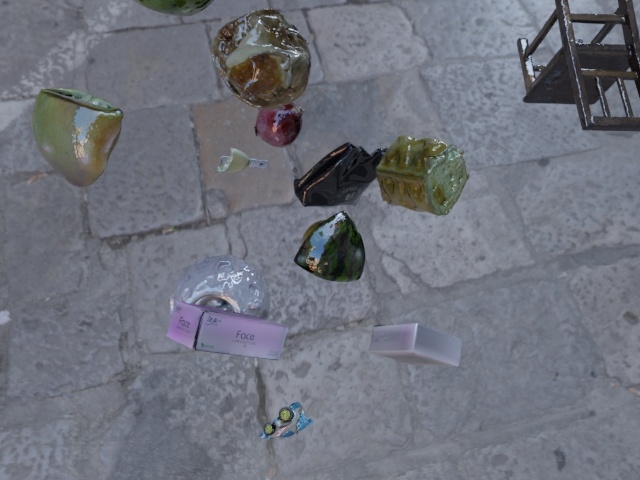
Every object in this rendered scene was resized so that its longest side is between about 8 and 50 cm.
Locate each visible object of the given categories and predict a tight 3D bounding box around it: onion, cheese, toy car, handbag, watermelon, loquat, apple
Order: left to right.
[{"bbox_3d":[-0.511,-0.209,0.941,0.265,0.193,0.120,30,17,39],"label":"apple"},{"bbox_3d":[-0.345,-0.349,2.097,0.235,0.127,0.050,2,35,-33],"label":"cheese"},{"bbox_3d":[-0.118,-0.396,1.530,0.159,0.195,0.160,15,66,-37],"label":"onion"},{"bbox_3d":[-0.112,0.614,1.532,0.161,0.126,0.098,-45,70,1],"label":"toy car"},{"bbox_3d":[0.000,0.000,1.915,0.204,0.172,0.149,-32,88,8],"label":"loquat"},{"bbox_3d":[0.045,0.038,1.245,0.193,0.137,0.145,-44,68,-2],"label":"watermelon"},{"bbox_3d":[0.103,-0.243,1.709,0.342,0.288,0.152,-7,61,-45],"label":"handbag"}]

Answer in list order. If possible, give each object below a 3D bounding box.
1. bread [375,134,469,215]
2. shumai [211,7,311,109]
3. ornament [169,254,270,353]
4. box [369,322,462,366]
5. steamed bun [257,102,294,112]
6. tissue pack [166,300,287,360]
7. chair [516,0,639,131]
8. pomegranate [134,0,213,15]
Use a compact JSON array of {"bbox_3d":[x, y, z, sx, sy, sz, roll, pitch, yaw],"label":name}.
[{"bbox_3d":[0.309,-0.206,1.447,0.196,0.239,0.252,-33,38,-20],"label":"bread"},{"bbox_3d":[-0.075,-0.246,0.639,0.145,0.146,0.116,-3,18,-6],"label":"shumai"},{"bbox_3d":[-0.334,0.213,1.588,0.336,0.337,0.337,2,61,-4],"label":"ornament"},{"bbox_3d":[0.327,0.365,1.625,0.203,0.251,0.106,24,67,-23],"label":"box"},{"bbox_3d":[-0.169,-0.520,1.804,0.175,0.106,0.145,18,49,-42],"label":"steamed bun"},{"bbox_3d":[-0.225,0.218,1.128,0.148,0.246,0.093,5,79,46],"label":"tissue pack"},{"bbox_3d":[0.657,-0.408,1.178,0.203,0.241,0.416,2,73,-3],"label":"chair"},{"bbox_3d":[-0.284,-0.499,0.740,0.301,0.236,0.236,15,58,-23],"label":"pomegranate"}]
